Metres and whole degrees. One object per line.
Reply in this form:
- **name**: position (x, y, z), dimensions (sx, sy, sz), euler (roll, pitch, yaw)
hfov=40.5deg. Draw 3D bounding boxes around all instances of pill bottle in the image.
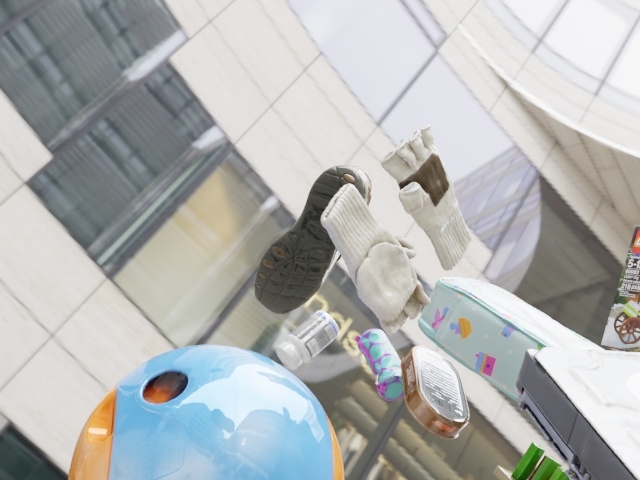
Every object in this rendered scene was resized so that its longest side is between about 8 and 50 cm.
- **pill bottle**: position (-0.030, 0.227, 1.962), dimensions (0.078, 0.137, 0.078), euler (39, -29, 26)

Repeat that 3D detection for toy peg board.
- **toy peg board**: position (0.381, 0.394, 1.335), dimensions (0.161, 0.079, 0.161), euler (29, 6, -23)

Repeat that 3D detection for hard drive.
- **hard drive**: position (0.364, 0.176, 0.728), dimensions (0.339, 0.237, 0.064), euler (5, -69, -13)

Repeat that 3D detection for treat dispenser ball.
- **treat dispenser ball**: position (-0.118, 0.255, 0.921), dimensions (0.288, 0.288, 0.288), euler (22, -39, 19)

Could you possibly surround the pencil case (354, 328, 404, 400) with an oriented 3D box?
- **pencil case**: position (0.123, 0.245, 1.730), dimensions (0.070, 0.151, 0.064), euler (6, -59, -23)

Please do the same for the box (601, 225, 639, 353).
- **box**: position (0.451, 0.071, 0.992), dimensions (0.044, 0.159, 0.233), euler (24, -10, -35)

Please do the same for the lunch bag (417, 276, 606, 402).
- **lunch bag**: position (0.306, 0.163, 1.340), dimensions (0.279, 0.224, 0.107), euler (35, -76, 32)

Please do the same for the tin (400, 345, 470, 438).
- **tin**: position (0.184, 0.238, 1.385), dimensions (0.106, 0.189, 0.040), euler (32, -67, -16)

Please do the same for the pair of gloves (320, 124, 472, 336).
- **pair of gloves**: position (0.112, -0.012, 1.111), dimensions (0.042, 0.240, 0.204), euler (-3, -58, 45)

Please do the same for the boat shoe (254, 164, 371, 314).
- **boat shoe**: position (0.000, 0.000, 1.600), dimensions (0.123, 0.120, 0.324), euler (41, -66, 11)
